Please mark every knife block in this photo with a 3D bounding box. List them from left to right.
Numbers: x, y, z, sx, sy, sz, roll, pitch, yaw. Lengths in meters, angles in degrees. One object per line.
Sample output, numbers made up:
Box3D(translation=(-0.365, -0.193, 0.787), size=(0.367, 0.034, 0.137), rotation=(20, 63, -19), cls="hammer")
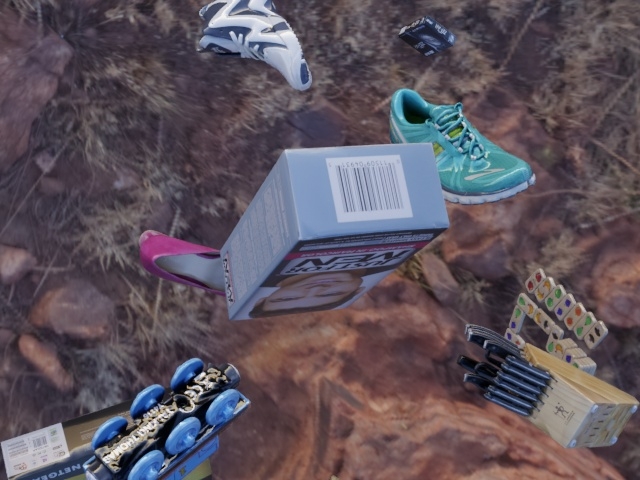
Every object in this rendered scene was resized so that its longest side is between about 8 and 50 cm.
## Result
Box3D(translation=(0.353, 0.228, 1.505), size=(0.275, 0.242, 0.088), rotation=(12, 111, -50), cls="knife block")

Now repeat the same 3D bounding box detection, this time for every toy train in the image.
Box3D(translation=(-0.151, 0.195, 0.923), size=(0.184, 0.080, 0.105), rotation=(-37, 150, -32), cls="toy train")

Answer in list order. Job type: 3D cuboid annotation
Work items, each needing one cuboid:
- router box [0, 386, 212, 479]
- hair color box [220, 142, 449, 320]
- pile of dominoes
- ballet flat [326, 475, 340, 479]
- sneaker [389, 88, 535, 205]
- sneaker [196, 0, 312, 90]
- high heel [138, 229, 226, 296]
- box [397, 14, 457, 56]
Box3D(translation=(-0.339, 0.376, 1.530), size=(0.308, 0.081, 0.243), rotation=(-17, 138, -15), cls="router box")
Box3D(translation=(0.000, 0.000, 1.204), size=(0.185, 0.374, 0.114), rotation=(-5, 74, -19), cls="hair color box")
Box3D(translation=(0.438, 0.183, 1.797), size=(0.040, 0.251, 0.196), rotation=(-3, 121, -25), cls="pile of dominoes")
Box3D(translation=(0.050, 0.417, 1.186), size=(0.073, 0.080, 0.232), rotation=(-4, 74, -5), cls="ballet flat")
Box3D(translation=(0.182, -0.132, 1.301), size=(0.107, 0.275, 0.110), rotation=(-29, 129, -23), cls="sneaker")
Box3D(translation=(-0.121, -0.319, 1.531), size=(0.153, 0.094, 0.235), rotation=(-28, 77, 1), cls="sneaker")
Box3D(translation=(-0.154, 0.048, 1.390), size=(0.244, 0.117, 0.082), rotation=(26, 97, -23), cls="high heel")
Box3D(translation=(0.178, -0.342, 1.559), size=(0.067, 0.083, 0.018), rotation=(32, 73, -22), cls="box")
